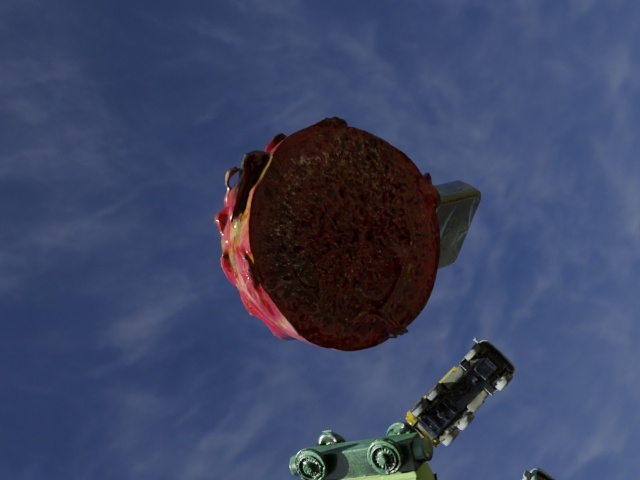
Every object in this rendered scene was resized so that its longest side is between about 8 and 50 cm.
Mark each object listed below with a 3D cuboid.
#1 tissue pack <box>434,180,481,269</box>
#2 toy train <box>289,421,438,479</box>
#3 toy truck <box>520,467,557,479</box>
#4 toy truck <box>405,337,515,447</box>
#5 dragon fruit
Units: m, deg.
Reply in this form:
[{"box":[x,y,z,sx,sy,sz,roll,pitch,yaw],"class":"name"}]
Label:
[{"box":[0.222,-0.022,1.995,0.257,0.081,0.185,-15,-49,-53],"class":"tissue pack"},{"box":[0.074,0.382,1.520,0.105,0.253,0.157,-24,-83,-62],"class":"toy train"},{"box":[0.394,0.598,1.949,0.305,0.136,0.162,-56,-5,31],"class":"toy truck"},{"box":[0.256,0.285,1.779,0.227,0.098,0.114,-47,-8,5],"class":"toy truck"},{"box":[0.000,0.000,1.551,0.386,0.249,0.370,-24,-82,-33],"class":"dragon fruit"}]
